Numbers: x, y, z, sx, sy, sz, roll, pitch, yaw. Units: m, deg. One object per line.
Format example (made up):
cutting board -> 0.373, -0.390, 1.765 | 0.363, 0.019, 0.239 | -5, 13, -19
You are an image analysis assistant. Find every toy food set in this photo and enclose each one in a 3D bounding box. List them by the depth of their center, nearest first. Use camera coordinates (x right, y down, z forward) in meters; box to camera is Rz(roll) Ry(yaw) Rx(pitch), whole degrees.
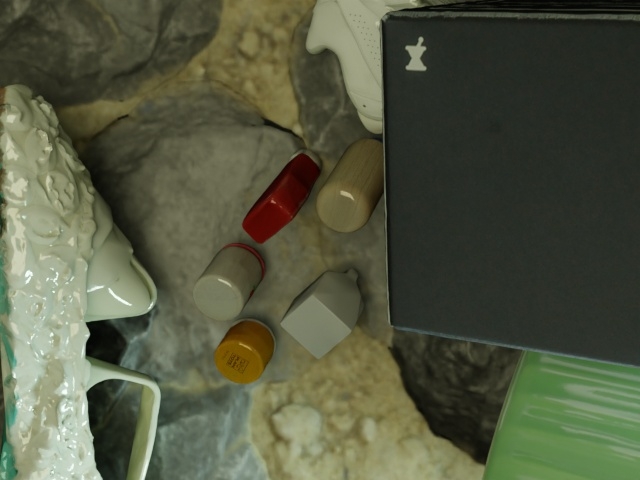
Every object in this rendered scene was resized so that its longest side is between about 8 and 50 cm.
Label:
toy food set -> 0.000, 0.000, 1.064 | 0.111, 0.104, 0.232 | 42, 123, -7

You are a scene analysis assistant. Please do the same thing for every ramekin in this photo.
ramekin -> 0.199, 0.165, 0.916 | 0.148, 0.303, 0.303 | 13, 100, 20

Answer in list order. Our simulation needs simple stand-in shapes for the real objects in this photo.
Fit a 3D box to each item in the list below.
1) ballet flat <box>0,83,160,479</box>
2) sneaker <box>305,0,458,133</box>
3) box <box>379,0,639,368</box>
ballet flat -> -0.189, 0.084, 1.107 | 0.147, 0.147, 0.409 | 4, 101, 14
sneaker -> 0.081, -0.110, 1.014 | 0.232, 0.090, 0.115 | 44, 124, 27
box -> 0.231, -0.045, 0.786 | 0.296, 0.294, 0.183 | 7, 105, 36
